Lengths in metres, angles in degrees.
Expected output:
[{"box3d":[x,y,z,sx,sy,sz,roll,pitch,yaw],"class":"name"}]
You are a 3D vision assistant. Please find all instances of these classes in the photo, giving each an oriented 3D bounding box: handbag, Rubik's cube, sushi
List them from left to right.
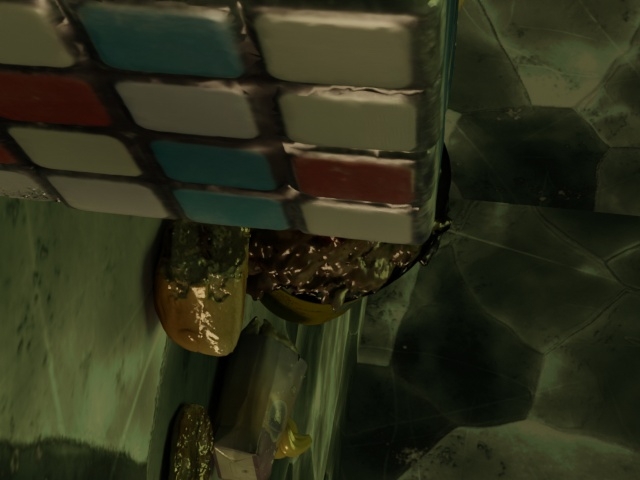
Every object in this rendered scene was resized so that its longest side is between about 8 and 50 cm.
[{"box3d":[-0.062,-0.161,0.551,0.256,0.253,0.259,76,19,-73],"class":"Rubik's cube"},{"box3d":[-0.072,0.185,1.481,0.117,0.095,0.173,91,10,-61],"class":"handbag"},{"box3d":[0.018,-0.044,1.241,0.219,0.225,0.238,-59,156,-82],"class":"sushi"}]

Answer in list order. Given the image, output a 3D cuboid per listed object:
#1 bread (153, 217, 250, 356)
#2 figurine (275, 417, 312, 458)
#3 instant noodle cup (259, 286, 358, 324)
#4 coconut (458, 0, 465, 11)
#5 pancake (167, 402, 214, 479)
[{"box3d":[-0.105,0.034,1.130,0.125,0.082,0.106,-93,-166,-57],"class":"bread"},{"box3d":[-0.068,0.256,1.697,0.187,0.083,0.083,51,44,-67],"class":"figurine"},{"box3d":[0.000,0.000,1.490,0.236,0.216,0.215,112,-13,-69],"class":"instant noodle cup"},{"box3d":[0.027,-0.277,1.177,0.259,0.259,0.259,6,90,-84],"class":"coconut"},{"box3d":[-0.133,0.232,1.284,0.151,0.025,0.151,7,90,-83],"class":"pancake"}]
